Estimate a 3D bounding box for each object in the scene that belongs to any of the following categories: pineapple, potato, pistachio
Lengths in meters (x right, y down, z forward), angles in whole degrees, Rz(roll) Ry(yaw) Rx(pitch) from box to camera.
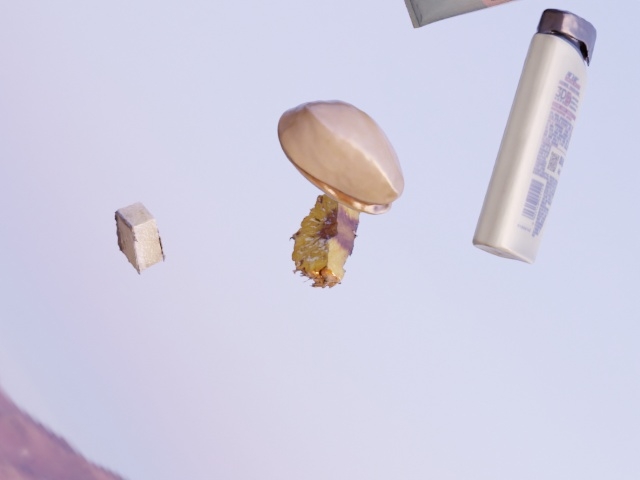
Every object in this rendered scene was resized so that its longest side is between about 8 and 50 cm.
[{"bbox_3d":[0.001,0.001,2.397,0.079,0.233,0.135,35,-41,-23],"label":"pineapple"},{"bbox_3d":[-0.332,-0.007,2.313,0.086,0.061,0.122,45,-29,37],"label":"potato"},{"bbox_3d":[0.028,-0.109,1.629,0.185,0.124,0.124,44,-17,9],"label":"pistachio"}]

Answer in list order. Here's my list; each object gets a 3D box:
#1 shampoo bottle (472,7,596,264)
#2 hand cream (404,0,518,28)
[{"bbox_3d":[0.319,-0.148,1.833,0.078,0.359,0.134,13,-6,41],"label":"shampoo bottle"},{"bbox_3d":[0.246,-0.382,1.867,0.312,0.070,0.111,1,-55,42],"label":"hand cream"}]
